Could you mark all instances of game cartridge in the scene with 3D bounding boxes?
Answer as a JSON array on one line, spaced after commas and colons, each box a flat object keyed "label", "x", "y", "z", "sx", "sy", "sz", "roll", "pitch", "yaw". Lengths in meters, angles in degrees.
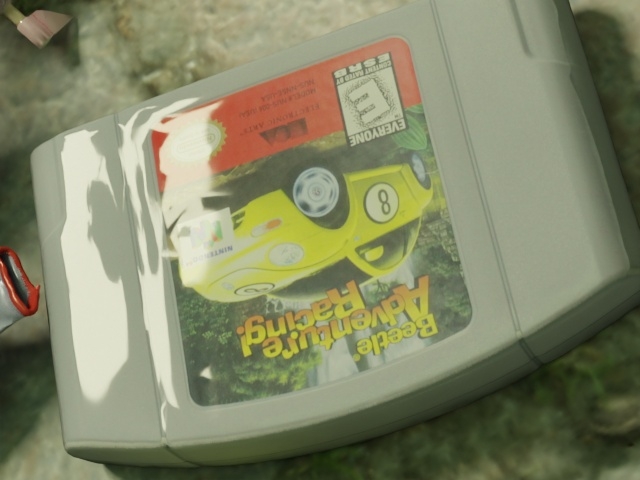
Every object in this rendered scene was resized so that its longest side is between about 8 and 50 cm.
[{"label": "game cartridge", "x": 0.000, "y": 0.000, "z": 0.703, "sx": 0.294, "sy": 0.060, "sz": 0.196, "roll": -19, "pitch": 68, "yaw": 14}]

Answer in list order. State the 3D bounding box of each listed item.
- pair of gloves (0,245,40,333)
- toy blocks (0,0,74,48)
[{"label": "pair of gloves", "x": -0.226, "y": 0.024, "z": 0.784, "sx": 0.159, "sy": 0.023, "sz": 0.198, "roll": -41, "pitch": 55, "yaw": 16}, {"label": "toy blocks", "x": -0.291, "y": -0.146, "z": 0.714, "sx": 0.260, "sy": 0.309, "sz": 0.288, "roll": 42, "pitch": 44, "yaw": -2}]
